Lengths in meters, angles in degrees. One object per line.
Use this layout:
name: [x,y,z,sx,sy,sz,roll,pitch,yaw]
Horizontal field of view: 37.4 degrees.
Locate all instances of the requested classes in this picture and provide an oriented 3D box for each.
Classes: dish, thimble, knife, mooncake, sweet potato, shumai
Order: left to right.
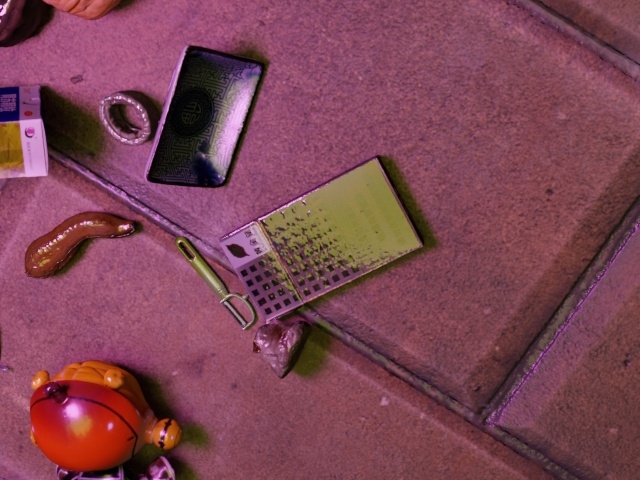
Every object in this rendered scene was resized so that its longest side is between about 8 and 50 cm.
mooncake: [-0.584,-0.441,1.628,0.228,0.124,0.228,3,104,10]
sweet potato: [-0.454,-0.002,1.749,0.233,0.062,0.081,-26,114,11]
thimble: [-0.340,-0.219,1.673,0.110,0.062,0.084,37,108,-1]
dish: [-0.216,-0.217,1.623,0.080,0.182,0.243,34,111,37]
knife: [-0.191,0.072,1.745,0.054,0.015,0.212,-39,95,15]
shumai: [-0.076,0.183,1.712,0.087,0.099,0.124,28,124,9]

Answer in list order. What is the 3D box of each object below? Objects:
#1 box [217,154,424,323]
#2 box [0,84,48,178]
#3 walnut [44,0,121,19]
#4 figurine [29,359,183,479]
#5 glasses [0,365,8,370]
box: [0.000,0.001,1.680,0.325,0.047,0.180,-27,97,14]
box: [-0.619,-0.179,1.598,0.299,0.200,0.106,-7,117,-14]
walnut: [-0.387,-0.468,1.571,0.165,0.165,0.197,40,108,-2]
figurine: [-0.420,0.361,1.760,0.320,0.196,0.323,-5,113,17]
glasses: [-0.663,0.229,1.857,0.140,0.062,0.104,-36,118,16]
